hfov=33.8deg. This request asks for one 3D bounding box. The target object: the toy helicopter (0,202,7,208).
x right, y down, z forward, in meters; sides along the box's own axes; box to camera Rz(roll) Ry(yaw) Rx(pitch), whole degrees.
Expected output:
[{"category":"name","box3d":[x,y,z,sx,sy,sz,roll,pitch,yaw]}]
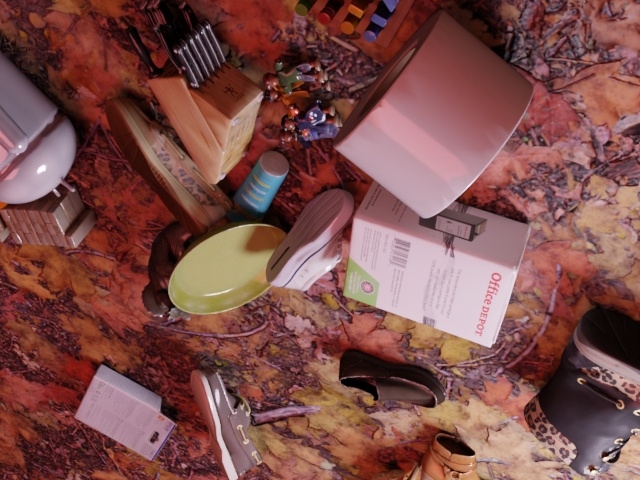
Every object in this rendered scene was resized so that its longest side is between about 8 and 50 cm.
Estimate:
[{"category":"toy helicopter","box3d":[-0.778,-0.074,2.043,0.235,0.355,0.140,44,-176,33]}]

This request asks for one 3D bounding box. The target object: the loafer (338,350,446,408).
[{"category":"loafer","box3d":[0.132,0.285,2.039,0.220,0.078,0.080,14,135,16]}]

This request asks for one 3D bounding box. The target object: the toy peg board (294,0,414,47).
[{"category":"toy peg board","box3d":[0.049,-0.355,1.489,0.160,0.079,0.161,31,137,-1]}]

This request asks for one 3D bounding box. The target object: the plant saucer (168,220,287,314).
[{"category":"plant saucer","box3d":[-0.167,0.042,1.910,0.037,0.241,0.241,60,150,34]}]

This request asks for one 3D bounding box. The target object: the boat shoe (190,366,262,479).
[{"category":"boat shoe","box3d":[-0.201,0.390,2.301,0.116,0.096,0.324,45,153,51]}]

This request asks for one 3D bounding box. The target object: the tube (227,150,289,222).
[{"category":"tube","box3d":[-0.114,-0.081,1.858,0.080,0.052,0.207,43,143,5]}]

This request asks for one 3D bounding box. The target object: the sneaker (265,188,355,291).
[{"category":"sneaker","box3d":[0.000,0.000,1.854,0.091,0.094,0.258,15,140,-27]}]

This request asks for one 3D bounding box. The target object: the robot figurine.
[{"category":"robot figurine","box3d":[-0.578,-0.207,1.868,0.353,0.200,0.300,46,173,-17]}]

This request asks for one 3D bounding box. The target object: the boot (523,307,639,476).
[{"category":"boot","box3d":[0.548,0.306,1.796,0.377,0.138,0.284,30,136,5]}]

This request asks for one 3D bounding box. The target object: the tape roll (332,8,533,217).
[{"category":"tape roll","box3d":[0.156,-0.176,1.479,0.169,0.246,0.246,37,136,-8]}]

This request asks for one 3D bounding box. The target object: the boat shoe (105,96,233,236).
[{"category":"boat shoe","box3d":[-0.270,-0.141,1.854,0.285,0.089,0.104,55,157,-12]}]

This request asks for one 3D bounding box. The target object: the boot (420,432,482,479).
[{"category":"boot","box3d":[0.300,0.475,2.135,0.197,0.073,0.152,18,132,9]}]

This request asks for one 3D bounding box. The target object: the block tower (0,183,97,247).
[{"category":"block tower","box3d":[-0.617,-0.056,2.109,0.335,0.091,0.097,4,132,24]}]

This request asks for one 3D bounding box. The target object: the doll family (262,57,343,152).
[{"category":"doll family","box3d":[-0.033,-0.211,1.667,0.111,0.076,0.193,-12,120,12]}]

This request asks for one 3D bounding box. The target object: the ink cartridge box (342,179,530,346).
[{"category":"ink cartridge box","box3d":[0.189,0.036,1.752,0.273,0.115,0.198,19,136,12]}]

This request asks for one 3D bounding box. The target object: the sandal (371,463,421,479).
[{"category":"sandal","box3d":[0.143,0.534,2.262,0.079,0.088,0.240,26,143,8]}]

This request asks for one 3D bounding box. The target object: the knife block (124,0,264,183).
[{"category":"knife block","box3d":[-0.217,-0.250,1.713,0.242,0.088,0.276,38,150,9]}]

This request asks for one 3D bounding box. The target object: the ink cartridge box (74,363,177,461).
[{"category":"ink cartridge box","box3d":[-0.454,0.409,2.486,0.224,0.045,0.223,32,137,-4]}]

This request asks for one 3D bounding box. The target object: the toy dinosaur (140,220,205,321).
[{"category":"toy dinosaur","box3d":[-0.281,0.053,2.006,0.160,0.121,0.313,35,132,39]}]
